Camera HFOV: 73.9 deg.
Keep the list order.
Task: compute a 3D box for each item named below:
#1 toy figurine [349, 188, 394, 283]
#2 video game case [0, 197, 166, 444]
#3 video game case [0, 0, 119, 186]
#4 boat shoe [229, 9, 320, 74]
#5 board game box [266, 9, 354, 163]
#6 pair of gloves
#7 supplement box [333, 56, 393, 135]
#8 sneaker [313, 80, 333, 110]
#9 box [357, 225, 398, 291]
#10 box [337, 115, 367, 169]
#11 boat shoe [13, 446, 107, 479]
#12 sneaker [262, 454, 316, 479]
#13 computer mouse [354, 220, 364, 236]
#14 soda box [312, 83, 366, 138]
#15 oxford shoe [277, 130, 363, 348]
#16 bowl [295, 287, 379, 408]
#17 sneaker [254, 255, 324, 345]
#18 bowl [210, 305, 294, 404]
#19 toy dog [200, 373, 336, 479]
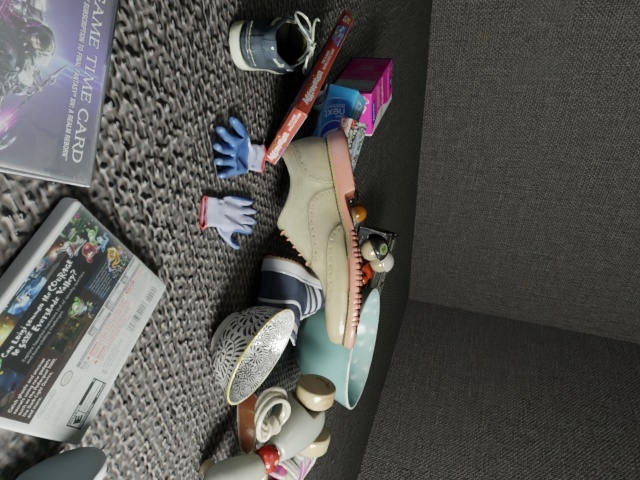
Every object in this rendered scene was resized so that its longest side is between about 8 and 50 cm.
[{"bbox_3d":[0.065,-0.009,0.960,0.209,0.148,0.213,69,10,20],"label":"toy figurine"},{"bbox_3d":[-0.242,0.084,0.412,0.173,0.022,0.190,72,33,-55],"label":"video game case"},{"bbox_3d":[-0.250,-0.151,0.268,0.274,0.026,0.195,6,93,-73],"label":"video game case"},{"bbox_3d":[-0.051,-0.319,0.687,0.254,0.079,0.095,-43,137,-62],"label":"boat shoe"},{"bbox_3d":[-0.018,-0.278,0.765,0.145,0.027,0.281,-43,-157,56],"label":"board game box"},{"bbox_3d":[-0.130,-0.084,0.661,0.159,0.023,0.198,0,98,-71],"label":"pair of gloves"},{"bbox_3d":[0.106,-0.370,1.082,0.111,0.114,0.220,83,26,-43],"label":"supplement box"},{"bbox_3d":[0.010,-0.335,0.926,0.069,0.038,0.098,80,26,-46],"label":"sneaker"},{"bbox_3d":[0.156,0.153,1.449,0.318,0.097,0.394,-6,112,-73],"label":"box"},{"bbox_3d":[0.053,-0.184,0.889,0.094,0.027,0.136,-17,126,-63],"label":"box"},{"bbox_3d":[-0.268,0.273,0.370,0.183,0.065,0.083,-37,136,-55],"label":"boat shoe"},{"bbox_3d":[-0.076,0.526,0.993,0.111,0.103,0.252,77,28,-53],"label":"sneaker"},{"bbox_3d":[0.088,-0.030,1.307,0.193,0.042,0.105,-13,113,-67],"label":"computer mouse"},{"bbox_3d":[0.026,-0.221,0.926,0.071,0.067,0.209,4,106,-71],"label":"soda box"},{"bbox_3d":[0.000,0.000,0.785,0.140,0.147,0.396,66,18,-78],"label":"oxford shoe"},{"bbox_3d":[0.041,0.262,1.116,0.311,0.163,0.311,9,90,-71],"label":"bowl"},{"bbox_3d":[-0.052,0.143,0.876,0.282,0.099,0.153,43,53,-60],"label":"sneaker"},{"bbox_3d":[-0.122,0.167,0.687,0.170,0.080,0.170,-51,158,-30],"label":"bowl"},{"bbox_3d":[-0.105,0.358,0.820,0.334,0.161,0.220,28,80,-57],"label":"toy dog"}]
